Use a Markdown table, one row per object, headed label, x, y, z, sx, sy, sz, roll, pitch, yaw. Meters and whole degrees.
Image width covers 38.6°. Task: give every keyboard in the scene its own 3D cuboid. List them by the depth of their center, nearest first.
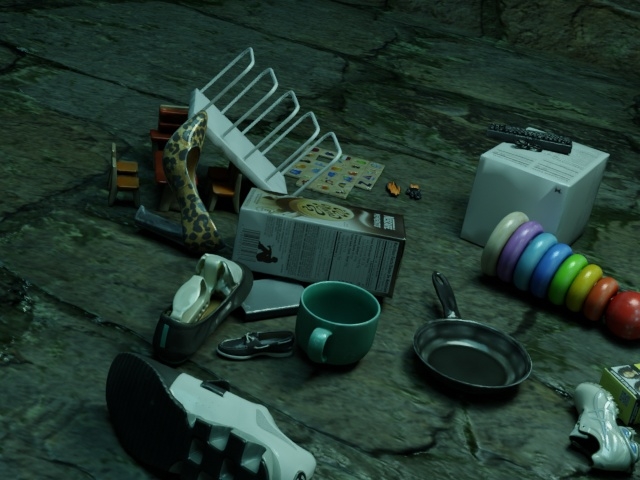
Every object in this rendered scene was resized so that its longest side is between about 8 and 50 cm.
| label | x | y | z | sx | sy | sz | roll | pitch | yaw |
| --- | --- | --- | --- | --- | --- | --- | --- | --- | --- |
| keyboard | 0.444 | -0.218 | 1.941 | 0.180 | 0.023 | 0.108 | 12 | 27 | 10 |

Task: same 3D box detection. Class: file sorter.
| label | x | y | z | sx | sy | sz | roll | pitch | yaw |
| --- | --- | --- | --- | --- | --- | --- | --- | --- | --- |
| file sorter | -0.115 | -0.238 | 1.891 | 0.278 | 0.173 | 0.193 | 44 | 12 | -21 |

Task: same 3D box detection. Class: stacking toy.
| label | x | y | z | sx | sy | sz | roll | pitch | yaw |
| --- | --- | --- | --- | --- | --- | --- | --- | --- | --- |
| stacking toy | 0.472 | 0.078 | 1.721 | 0.330 | 0.141 | 0.141 | 33 | 35 | 27 |

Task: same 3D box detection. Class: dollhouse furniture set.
| label | x | y | z | sx | sy | sz | roll | pitch | yaw |
| --- | --- | --- | --- | --- | --- | --- | --- | --- | --- |
| dollhouse furniture set | -0.304 | -0.172 | 1.898 | 0.262 | 0.135 | 0.259 | 3 | 29 | -14 |

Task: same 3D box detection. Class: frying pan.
| label | x | y | z | sx | sy | sz | roll | pitch | yaw |
| --- | --- | --- | --- | --- | --- | --- | --- | --- | --- |
| frying pan | 0.214 | 0.162 | 1.546 | 0.197 | 0.053 | 0.326 | -7 | 31 | -30 |

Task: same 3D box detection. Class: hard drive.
| label | x | y | z | sx | sy | sz | roll | pitch | yaw |
| --- | --- | --- | --- | --- | --- | --- | --- | --- | --- |
| hard drive | -0.089 | 0.100 | 1.586 | 0.135 | 0.022 | 0.094 | -6 | 32 | -29 |

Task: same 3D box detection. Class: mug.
| label | x | y | z | sx | sy | sz | roll | pitch | yaw |
| --- | --- | --- | --- | --- | --- | --- | --- | --- | --- |
| mug | 0.014 | 0.142 | 1.462 | 0.158 | 0.097 | 0.129 | -12 | 36 | -35 |

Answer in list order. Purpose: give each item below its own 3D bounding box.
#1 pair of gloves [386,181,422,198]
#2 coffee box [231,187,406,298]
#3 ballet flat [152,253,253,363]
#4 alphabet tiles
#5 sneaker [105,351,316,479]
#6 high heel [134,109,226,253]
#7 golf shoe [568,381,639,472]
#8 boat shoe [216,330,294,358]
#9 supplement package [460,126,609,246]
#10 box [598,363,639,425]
| label | x | y | z | sx | sy | sz | roll | pitch | yaw |
| --- | --- | --- | --- | --- | --- | --- | --- | --- | --- |
| pair of gloves | 0.193 | -0.115 | 2.101 | 0.083 | 0.010 | 0.074 | 10 | 26 | -7 |
| coffee box | 0.000 | 0.000 | 1.676 | 0.297 | 0.118 | 0.168 | 11 | 17 | -1 |
| ballet flat | -0.178 | 0.086 | 1.470 | 0.095 | 0.096 | 0.280 | 13 | 33 | 13 |
| alphabet tiles | 0.032 | -0.157 | 2.127 | 0.198 | 0.009 | 0.237 | 16 | 29 | 10 |
| sneaker | -0.149 | 0.250 | 1.210 | 0.331 | 0.122 | 0.146 | 29 | 15 | 33 |
| high heel | -0.217 | -0.108 | 1.723 | 0.186 | 0.261 | 0.093 | 22 | -8 | 17 |
| golf shoe | 0.411 | 0.278 | 1.384 | 0.086 | 0.069 | 0.176 | -2 | 29 | -11 |
| boat shoe | -0.101 | 0.162 | 1.447 | 0.125 | 0.038 | 0.046 | 3 | 29 | -15 |
| supplement package | 0.460 | -0.096 | 1.955 | 0.198 | 0.199 | 0.263 | 24 | 31 | 25 |
| box | 0.577 | 0.245 | 1.508 | 0.232 | 0.058 | 0.087 | -2 | 29 | -23 |
